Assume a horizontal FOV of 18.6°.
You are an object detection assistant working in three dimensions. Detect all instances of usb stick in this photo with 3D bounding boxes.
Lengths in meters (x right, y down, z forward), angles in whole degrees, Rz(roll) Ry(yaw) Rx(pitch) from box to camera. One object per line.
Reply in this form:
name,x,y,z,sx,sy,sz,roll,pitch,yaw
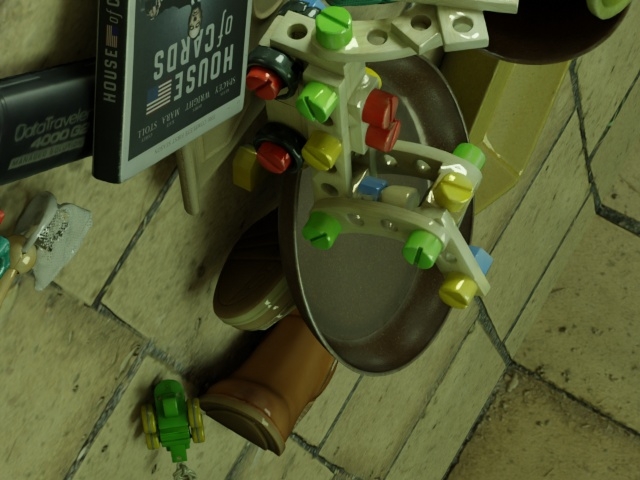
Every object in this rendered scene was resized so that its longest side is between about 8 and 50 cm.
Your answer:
usb stick,-0.200,-0.076,1.301,0.278,0.045,0.077,-26,135,-63

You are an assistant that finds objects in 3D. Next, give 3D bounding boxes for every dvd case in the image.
dvd case,-0.100,-0.177,1.374,0.179,0.029,0.239,-38,138,-55

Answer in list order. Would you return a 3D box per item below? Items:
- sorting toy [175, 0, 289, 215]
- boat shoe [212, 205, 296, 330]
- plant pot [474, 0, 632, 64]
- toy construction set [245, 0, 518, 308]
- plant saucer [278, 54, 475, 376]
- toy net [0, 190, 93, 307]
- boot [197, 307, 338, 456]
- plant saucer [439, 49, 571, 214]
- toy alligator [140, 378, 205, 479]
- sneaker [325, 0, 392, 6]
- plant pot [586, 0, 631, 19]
sorting toy,-0.067,-0.137,1.631,0.229,0.041,0.307,-59,165,-25
boat shoe,0.000,0.000,1.894,0.285,0.104,0.089,-50,124,-35
plant pot,0.225,-0.327,1.955,0.230,0.215,0.215,-66,173,-50
toy construction set,0.056,-0.099,1.594,0.151,0.215,0.328,-52,157,-42
plant saucer,0.048,-0.029,1.836,0.310,0.050,0.311,-12,104,-55
toy net,-0.232,0.005,1.349,0.232,0.045,0.122,-39,151,-57
boot,-0.022,0.112,2.045,0.220,0.109,0.283,-59,166,-4
plant saucer,0.206,-0.183,2.309,0.332,0.081,0.333,-32,148,-58
toy alligator,-0.143,0.180,1.908,0.190,0.056,0.051,88,-6,-61
sneaker,0.037,-0.255,1.681,0.223,0.083,0.098,-37,123,-85
plant pot,0.186,-0.363,1.624,0.276,0.254,0.276,-54,163,-25
